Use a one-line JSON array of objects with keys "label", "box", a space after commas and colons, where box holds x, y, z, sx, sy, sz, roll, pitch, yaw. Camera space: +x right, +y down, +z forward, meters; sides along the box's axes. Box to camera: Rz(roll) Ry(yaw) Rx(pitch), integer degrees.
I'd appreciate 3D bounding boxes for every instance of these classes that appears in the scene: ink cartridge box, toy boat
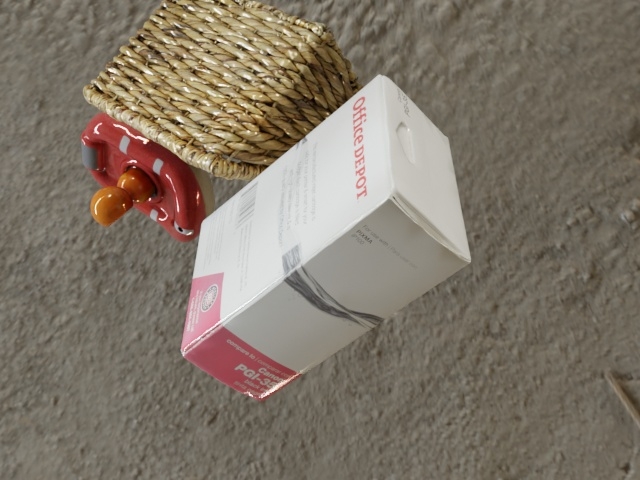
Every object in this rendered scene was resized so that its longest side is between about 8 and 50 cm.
[{"label": "ink cartridge box", "box": [0.000, 0.000, 0.837, 0.283, 0.207, 0.117, -37, 121, 28]}, {"label": "toy boat", "box": [-0.271, -0.074, 1.208, 0.231, 0.151, 0.151, 32, 143, 11]}]

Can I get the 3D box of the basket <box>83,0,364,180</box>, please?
[{"label": "basket", "box": [-0.112, -0.164, 1.068, 0.223, 0.299, 0.213, -53, 144, -11]}]
